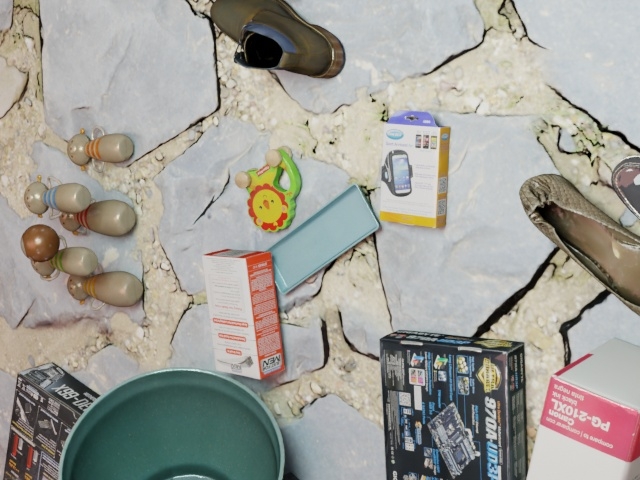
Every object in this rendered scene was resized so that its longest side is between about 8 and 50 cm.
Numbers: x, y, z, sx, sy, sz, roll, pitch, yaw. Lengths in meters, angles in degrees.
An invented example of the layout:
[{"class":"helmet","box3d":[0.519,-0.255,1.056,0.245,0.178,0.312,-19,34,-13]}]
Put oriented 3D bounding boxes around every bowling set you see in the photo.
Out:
[{"class":"bowling set","box3d":[-0.387,-0.027,1.490,0.154,0.199,0.287,3,96,38]}]

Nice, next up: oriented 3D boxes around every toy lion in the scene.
[{"class":"toy lion","box3d":[-0.063,-0.063,1.341,0.100,0.034,0.096,-33,85,36]}]

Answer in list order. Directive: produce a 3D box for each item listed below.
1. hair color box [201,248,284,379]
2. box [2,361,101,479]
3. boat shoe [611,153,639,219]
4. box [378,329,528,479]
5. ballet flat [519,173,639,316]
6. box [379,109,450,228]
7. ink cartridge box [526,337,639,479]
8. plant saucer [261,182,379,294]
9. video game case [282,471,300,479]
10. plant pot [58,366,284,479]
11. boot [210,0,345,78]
[{"class":"hair color box","box3d":[-0.106,0.098,1.374,0.093,0.053,0.167,3,102,44]},{"class":"box","box3d":[-0.384,0.375,1.627,0.307,0.076,0.243,25,112,31]},{"class":"boat shoe","box3d":[0.371,-0.017,0.998,0.206,0.065,0.075,42,120,24]},{"class":"box","box3d":[0.159,0.225,1.209,0.175,0.051,0.220,2,99,37]},{"class":"ballet flat","box3d":[0.307,0.014,1.056,0.250,0.058,0.084,43,121,23]},{"class":"box","box3d":[0.113,-0.087,1.205,0.081,0.028,0.136,10,101,35]},{"class":"ink cartridge box","box3d":[0.288,0.241,1.038,0.100,0.172,0.237,21,110,33]},{"class":"plant saucer","box3d":[0.000,0.000,1.311,0.192,0.018,0.067,-36,76,35]},{"class":"video game case","box3d":[-0.001,0.502,1.388,0.275,0.035,0.248,39,119,25]},{"class":"plant pot","box3d":[-0.194,0.350,1.376,0.293,0.293,0.196,36,147,27]},{"class":"boot","box3d":[-0.082,-0.266,1.268,0.219,0.106,0.082,28,113,30]}]
